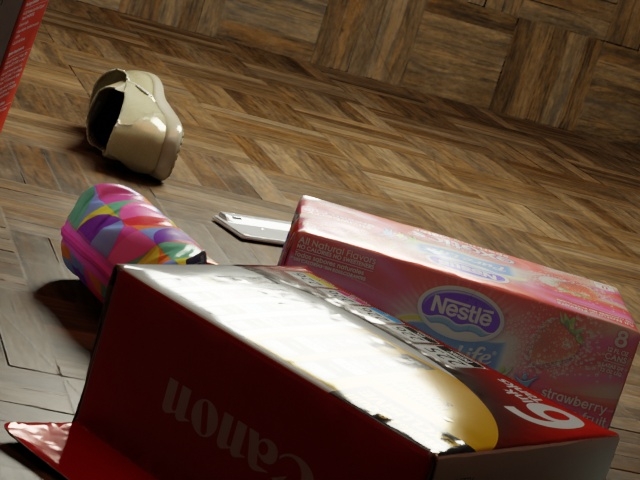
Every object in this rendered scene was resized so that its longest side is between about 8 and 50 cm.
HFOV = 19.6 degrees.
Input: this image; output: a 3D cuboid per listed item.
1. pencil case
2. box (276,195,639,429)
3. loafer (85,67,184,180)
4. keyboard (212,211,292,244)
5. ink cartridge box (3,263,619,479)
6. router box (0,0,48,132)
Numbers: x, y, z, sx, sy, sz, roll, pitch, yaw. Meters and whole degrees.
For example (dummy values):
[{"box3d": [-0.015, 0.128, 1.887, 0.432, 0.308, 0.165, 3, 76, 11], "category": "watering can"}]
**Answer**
[{"box3d": [-0.150, 0.026, 1.589, 0.104, 0.104, 0.236, 11, 12, -28], "category": "pencil case"}, {"box3d": [0.102, 0.081, 1.580, 0.300, 0.142, 0.154, 17, 13, -2], "category": "box"}, {"box3d": [-0.241, -0.155, 2.257, 0.092, 0.102, 0.268, 18, 11, -26], "category": "loafer"}, {"box3d": [0.000, 0.000, 2.119, 0.256, 0.014, 0.072, 8, 20, -35], "category": "keyboard"}, {"box3d": [-0.010, 0.129, 1.242, 0.309, 0.130, 0.272, 27, 17, 38], "category": "ink cartridge box"}, {"box3d": [-0.415, -0.163, 1.502, 0.335, 0.301, 0.082, 23, 16, 3], "category": "router box"}]
